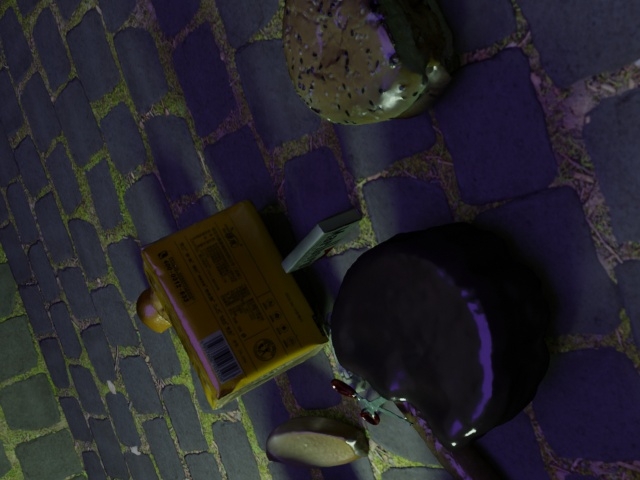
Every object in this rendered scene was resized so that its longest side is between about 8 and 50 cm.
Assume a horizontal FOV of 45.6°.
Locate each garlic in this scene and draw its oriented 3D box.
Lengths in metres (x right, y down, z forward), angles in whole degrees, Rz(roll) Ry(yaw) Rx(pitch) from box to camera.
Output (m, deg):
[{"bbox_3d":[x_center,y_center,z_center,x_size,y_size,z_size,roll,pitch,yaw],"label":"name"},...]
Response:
[{"bbox_3d":[-0.020,0.488,1.851,0.318,0.112,0.143,-14,119,44],"label":"garlic"}]

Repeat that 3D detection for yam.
[{"bbox_3d":[0.241,0.390,1.534,0.357,0.081,0.081,50,137,21],"label":"yam"}]

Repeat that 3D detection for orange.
[{"bbox_3d":[-0.493,0.203,2.280,0.160,0.112,0.170,33,117,37],"label":"orange"}]

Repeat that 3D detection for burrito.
[{"bbox_3d":[0.055,0.251,1.700,0.064,0.064,0.203,-4,105,50],"label":"burrito"}]

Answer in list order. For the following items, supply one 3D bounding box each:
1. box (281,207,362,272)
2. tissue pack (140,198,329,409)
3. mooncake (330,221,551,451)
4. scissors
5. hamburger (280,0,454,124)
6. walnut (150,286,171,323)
[{"bbox_3d":[0.000,0.000,1.606,0.036,0.115,0.177,57,139,12],"label":"box"},{"bbox_3d":[-0.200,0.146,1.739,0.382,0.293,0.228,61,166,9],"label":"tissue pack"},{"bbox_3d":[0.220,0.152,1.342,0.381,0.212,0.351,50,133,26],"label":"mooncake"},{"bbox_3d":[0.112,0.352,1.623,0.144,0.017,0.247,47,160,-10],"label":"scissors"},{"bbox_3d":[0.073,-0.343,1.313,0.277,0.195,0.318,-40,73,48],"label":"hamburger"},{"bbox_3d":[-0.346,0.131,2.017,0.221,0.195,0.195,-36,78,42],"label":"walnut"}]
